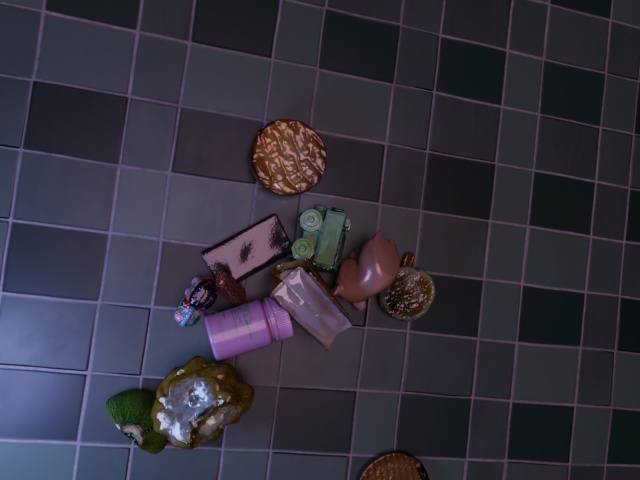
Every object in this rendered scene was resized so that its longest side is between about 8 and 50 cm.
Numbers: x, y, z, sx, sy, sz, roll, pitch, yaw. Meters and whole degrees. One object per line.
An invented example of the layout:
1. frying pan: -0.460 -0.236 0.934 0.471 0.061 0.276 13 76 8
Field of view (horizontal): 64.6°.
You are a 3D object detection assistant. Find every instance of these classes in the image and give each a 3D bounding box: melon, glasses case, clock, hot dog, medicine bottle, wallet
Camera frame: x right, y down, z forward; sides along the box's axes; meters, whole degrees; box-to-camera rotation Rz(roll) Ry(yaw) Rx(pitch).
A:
1. melon: -0.607 0.616 1.749 0.265 0.169 0.129 45 80 -9
2. glasses case: -0.328 0.176 1.826 0.049 0.194 0.073 0 60 19
3. clock: -0.437 0.216 1.787 0.100 0.195 0.194 33 80 -12
4. hot dog: 0.349 0.102 2.049 0.049 0.037 0.122 21 86 2
5. medicine bottle: -0.259 0.311 1.832 0.291 0.178 0.178 -17 92 -13
6. wallet: -0.269 0.043 1.907 0.321 0.044 0.170 -29 98 -13

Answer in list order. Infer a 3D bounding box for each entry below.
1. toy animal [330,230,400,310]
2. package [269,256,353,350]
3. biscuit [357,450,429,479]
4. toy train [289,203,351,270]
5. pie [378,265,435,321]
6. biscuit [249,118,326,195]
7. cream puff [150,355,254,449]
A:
1. toy animal: 0.166 0.114 1.924 0.195 0.256 0.212 28 40 -36
2. package: -0.023 0.208 1.825 0.165 0.221 0.311 -38 108 11
3. biscuit: 0.287 0.995 2.006 0.318 0.040 0.317 1 87 -13
4. toy train: 0.000 0.000 1.889 0.188 0.159 0.271 13 77 8
5. pie: 0.345 0.214 2.015 0.241 0.054 0.240 -2 101 -10
6. biscuit: -0.124 -0.312 1.921 0.297 0.102 0.296 0 88 -9
7. cream puff: -0.416 0.553 1.764 0.323 0.270 0.274 -41 74 -9
